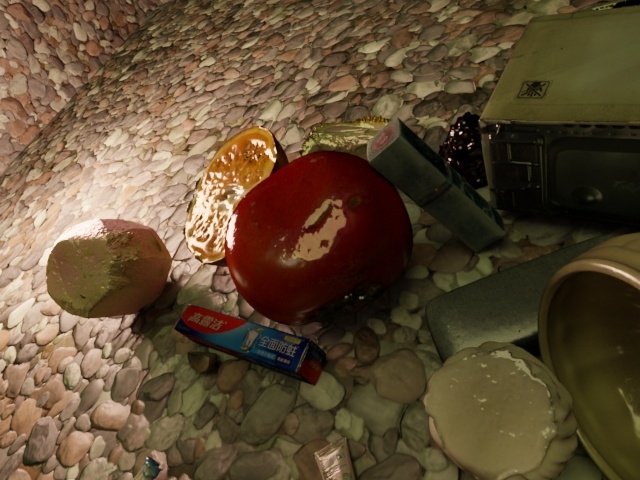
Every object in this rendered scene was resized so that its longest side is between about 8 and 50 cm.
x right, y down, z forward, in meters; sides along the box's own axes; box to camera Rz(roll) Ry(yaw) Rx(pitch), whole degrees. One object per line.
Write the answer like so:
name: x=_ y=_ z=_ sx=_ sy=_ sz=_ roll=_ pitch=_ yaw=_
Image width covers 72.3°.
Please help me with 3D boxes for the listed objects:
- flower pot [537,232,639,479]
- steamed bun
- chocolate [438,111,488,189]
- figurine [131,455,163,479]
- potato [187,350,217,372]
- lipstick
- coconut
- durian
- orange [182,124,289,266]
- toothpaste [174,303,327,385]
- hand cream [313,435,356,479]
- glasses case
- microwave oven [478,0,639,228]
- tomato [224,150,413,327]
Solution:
flower pot: x=0.420 y=0.129 z=0.459 sx=0.244 sy=0.307 sz=0.307 roll=-14 pitch=46 yaw=-4
steamed bun: x=0.231 y=0.220 z=0.568 sx=0.182 sy=0.106 sz=0.183 roll=-10 pitch=69 yaw=27
chocolate: x=0.300 y=-0.200 z=0.903 sx=0.156 sy=0.133 sz=0.156 roll=-14 pitch=46 yaw=15
figurine: x=-0.338 y=0.477 z=0.684 sx=0.260 sy=0.103 sz=0.205 roll=-52 pitch=23 yaw=-24
potato: x=-0.233 y=0.245 z=0.888 sx=0.093 sy=0.036 sz=0.037 roll=-7 pitch=85 yaw=47
lipstick: x=0.204 y=-0.086 z=0.750 sx=0.076 sy=0.289 sz=0.077 roll=-38 pitch=30 yaw=31
coconut: x=-0.478 y=0.064 z=1.035 sx=0.233 sy=0.245 sz=0.233 roll=0 pitch=88 yaw=12
durian: x=0.069 y=-0.189 z=1.012 sx=0.249 sy=0.183 sz=0.138 roll=-7 pitch=6 yaw=3
orange: x=-0.184 y=-0.103 z=1.004 sx=0.274 sy=0.274 sz=0.310 roll=-7 pitch=94 yaw=24
toothpaste: x=-0.143 y=0.194 z=0.846 sx=0.320 sy=0.076 sz=0.066 roll=7 pitch=60 yaw=34
hand cream: x=0.031 y=0.365 z=0.641 sx=0.061 sy=0.039 sz=0.143 roll=-34 pitch=35 yaw=8
glasses case: x=0.326 y=0.101 z=0.671 sx=0.323 sy=0.074 sz=0.131 roll=-23 pitch=45 yaw=10
microwave oven: x=0.510 y=-0.193 z=0.701 sx=0.394 sy=0.247 sz=0.333 roll=14 pitch=62 yaw=36
tomato: x=0.000 y=0.000 z=0.794 sx=0.325 sy=0.293 sz=0.290 roll=-32 pitch=60 yaw=12
